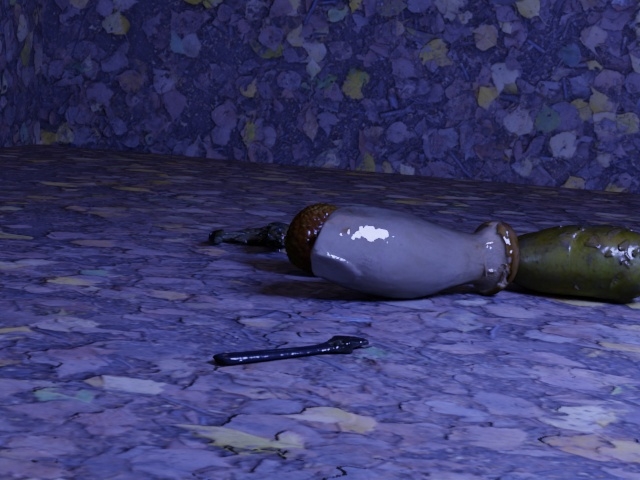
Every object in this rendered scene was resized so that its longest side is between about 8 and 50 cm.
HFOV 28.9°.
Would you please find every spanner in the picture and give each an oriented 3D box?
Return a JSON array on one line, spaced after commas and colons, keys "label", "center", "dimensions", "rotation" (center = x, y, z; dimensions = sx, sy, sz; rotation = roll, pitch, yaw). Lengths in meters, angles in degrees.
[{"label": "spanner", "center": [-0.029, 0.120, 1.361], "dimensions": [0.208, 0.012, 0.046], "rotation": [-3, 10, -38]}]

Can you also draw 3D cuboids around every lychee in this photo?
[{"label": "lychee", "center": [0.000, 0.000, 1.902], "dimensions": [0.114, 0.114, 0.146], "rotation": [2, -12, -14]}]

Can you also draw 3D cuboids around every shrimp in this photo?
[{"label": "shrimp", "center": [-0.117, -0.006, 2.137], "dimensions": [0.150, 0.051, 0.217], "rotation": [0, 0, -3]}]

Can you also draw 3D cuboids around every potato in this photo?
[{"label": "potato", "center": [0.386, 0.028, 1.858], "dimensions": [0.251, 0.113, 0.149], "rotation": [8, 7, 26]}]

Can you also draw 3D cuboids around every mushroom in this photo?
[{"label": "mushroom", "center": [0.129, 0.019, 1.751], "dimensions": [0.350, 0.128, 0.128], "rotation": [2, 8, -29]}]
